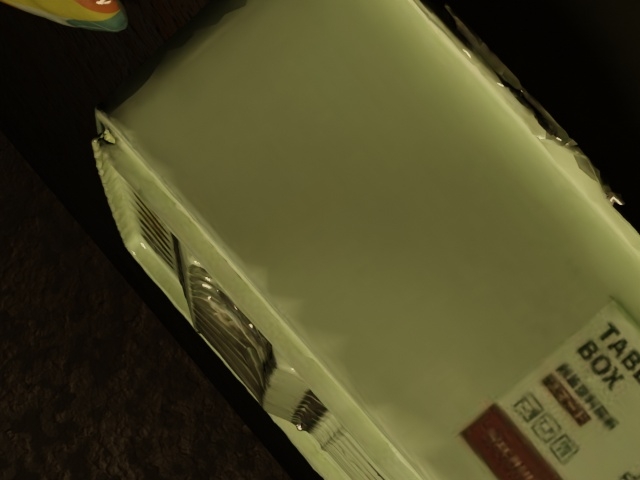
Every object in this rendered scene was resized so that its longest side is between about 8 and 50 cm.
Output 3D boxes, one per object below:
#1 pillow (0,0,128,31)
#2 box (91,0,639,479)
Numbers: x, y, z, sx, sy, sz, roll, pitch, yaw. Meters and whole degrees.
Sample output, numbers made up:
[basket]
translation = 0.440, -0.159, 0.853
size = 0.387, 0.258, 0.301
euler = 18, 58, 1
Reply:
[pillow]
translation = -0.227, -0.245, 1.047
size = 0.214, 0.086, 0.233
euler = 31, 158, 29
[box]
translation = 0.065, 0.021, 0.510
size = 0.290, 0.166, 0.220
euler = 49, 169, 6
